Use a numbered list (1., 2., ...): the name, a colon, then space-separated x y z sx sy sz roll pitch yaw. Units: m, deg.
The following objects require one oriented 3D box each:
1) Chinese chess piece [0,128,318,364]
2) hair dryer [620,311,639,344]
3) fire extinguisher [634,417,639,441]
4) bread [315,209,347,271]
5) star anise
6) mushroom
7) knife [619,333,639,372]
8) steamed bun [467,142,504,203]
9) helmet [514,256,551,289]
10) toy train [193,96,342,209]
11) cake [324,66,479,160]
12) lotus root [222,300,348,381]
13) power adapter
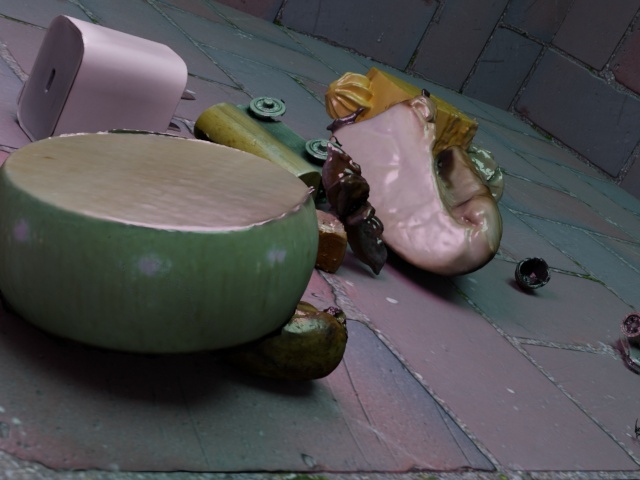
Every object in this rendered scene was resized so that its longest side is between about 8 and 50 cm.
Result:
1. Chinese chess piece: -0.177 -0.006 1.039 0.350 0.146 0.349 8 21 -3
2. hair dryer: 0.679 0.244 1.820 0.195 0.053 0.220 27 25 -38
3. fire extinguisher: 0.509 0.316 1.454 0.100 0.032 0.046 33 53 15
4. bread: 0.002 -0.001 1.514 0.077 0.070 0.083 17 24 -26
5. star anise: 0.051 -0.061 1.581 0.212 0.073 0.196 70 -5 -48
6. mushroom: 0.210 -0.046 1.785 0.313 0.224 0.397 48 15 -48
7. knife: 0.592 0.210 1.843 0.044 0.023 0.162 36 18 2
8. steamed bun: 0.346 -0.158 2.270 0.218 0.144 0.211 28 18 -33
9. helmet: 0.412 0.070 1.926 0.084 0.049 0.065 -13 75 -28
10. toy train: -0.091 -0.145 1.741 0.190 0.126 0.307 -28 53 -31
11. cake: 0.151 -0.234 2.108 0.286 0.222 0.227 13 21 -38
12. lotus root: -0.060 0.115 1.104 0.191 0.094 0.108 3 -11 -30
13. power adapter: -0.307 -0.219 1.483 0.255 0.187 0.124 9 27 -45
